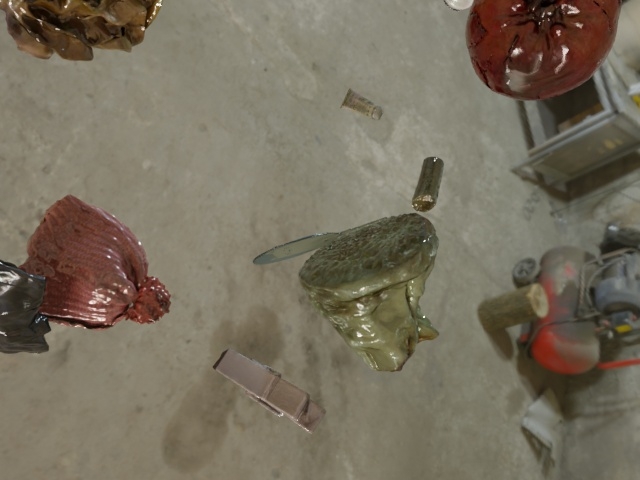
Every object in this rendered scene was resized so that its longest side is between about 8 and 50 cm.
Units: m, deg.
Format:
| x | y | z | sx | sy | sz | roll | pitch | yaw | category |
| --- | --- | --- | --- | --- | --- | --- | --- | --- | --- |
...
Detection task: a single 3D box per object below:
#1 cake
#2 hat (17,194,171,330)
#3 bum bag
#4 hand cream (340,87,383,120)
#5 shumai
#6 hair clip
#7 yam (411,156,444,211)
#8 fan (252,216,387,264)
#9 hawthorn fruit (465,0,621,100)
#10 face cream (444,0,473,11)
| x | y | z | sx | sy | sz | roll | pitch | yaw | category |
| --- | --- | --- | --- | --- | --- | --- | --- | --- | --- |
| -0.441 | -0.494 | 1.029 | 0.332 | 0.332 | 0.321 | 32 | 37 | -27 | cake |
| -0.415 | 0.071 | 1.075 | 0.286 | 0.107 | 0.237 | 26 | 85 | -9 | hat |
| -0.504 | 0.110 | 0.907 | 0.137 | 0.310 | 0.074 | 13 | 53 | -15 | bum bag |
| 0.114 | -0.368 | 1.567 | 0.039 | 0.061 | 0.143 | 10 | 21 | -49 | hand cream |
| 0.144 | 0.137 | 1.355 | 0.324 | 0.397 | 0.323 | -27 | 103 | -17 | shumai |
| -0.122 | 0.343 | 1.323 | 0.085 | 0.330 | 0.101 | -52 | 126 | -16 | hair clip |
| 0.231 | -0.122 | 1.214 | 0.054 | 0.054 | 0.132 | 38 | 51 | -22 | yam |
| 0.000 | 0.000 | 0.705 | 0.113 | 0.175 | 0.005 | 68 | 3 | -81 | fan |
| 0.223 | -0.215 | 0.587 | 0.148 | 0.148 | 0.172 | 63 | 16 | 1 | hawthorn fruit |
| 0.287 | -0.512 | 1.026 | 0.058 | 0.092 | 0.244 | 46 | 58 | -34 | face cream |
